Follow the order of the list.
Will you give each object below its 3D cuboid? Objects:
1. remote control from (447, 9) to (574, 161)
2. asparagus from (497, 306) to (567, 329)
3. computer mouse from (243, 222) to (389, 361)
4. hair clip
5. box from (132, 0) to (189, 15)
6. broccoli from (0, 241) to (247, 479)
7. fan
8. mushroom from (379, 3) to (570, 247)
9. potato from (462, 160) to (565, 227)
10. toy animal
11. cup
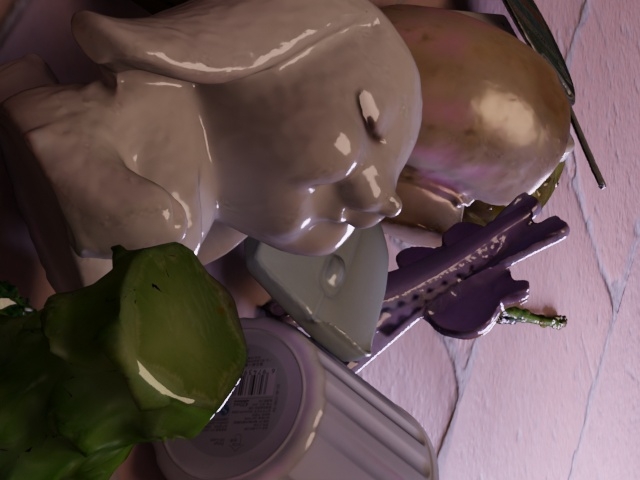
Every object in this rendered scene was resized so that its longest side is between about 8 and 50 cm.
[{"bbox_3d":[0.184,-0.153,1.597,0.087,0.029,0.190,-2,53,-34],"label":"remote control"},{"bbox_3d":[0.254,0.093,1.907,0.022,0.023,0.233,-45,157,17],"label":"asparagus"},{"bbox_3d":[0.000,0.000,1.254,0.128,0.079,0.231,40,18,-22],"label":"computer mouse"},{"bbox_3d":[0.082,0.044,1.399,0.278,0.137,0.090,-20,120,-17],"label":"hair clip"},{"bbox_3d":[-0.066,-0.261,1.140,0.159,0.071,0.240,34,60,-28],"label":"box"},{"bbox_3d":[-0.183,0.112,0.802,0.297,0.297,0.297,36,37,-33],"label":"broccoli"},{"bbox_3d":[0.243,-0.201,1.726,0.294,0.012,0.223,62,16,-4],"label":"fan"},{"bbox_3d":[0.121,-0.121,1.467,0.162,0.173,0.236,39,59,-54],"label":"mushroom"},{"bbox_3d":[0.193,-0.097,1.672,0.149,0.113,0.251,57,29,-25],"label":"potato"},{"bbox_3d":[-0.062,-0.070,1.012,0.265,0.206,0.272,-28,156,-15],"label":"toy animal"},{"bbox_3d":[-0.026,0.187,1.230,0.202,0.167,0.221,46,49,-50],"label":"cup"}]
